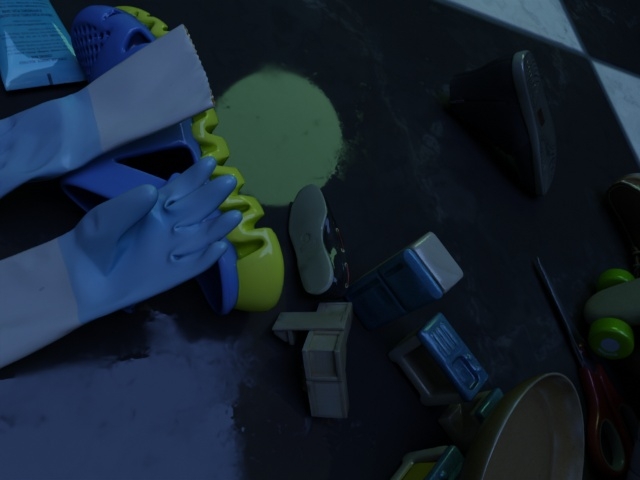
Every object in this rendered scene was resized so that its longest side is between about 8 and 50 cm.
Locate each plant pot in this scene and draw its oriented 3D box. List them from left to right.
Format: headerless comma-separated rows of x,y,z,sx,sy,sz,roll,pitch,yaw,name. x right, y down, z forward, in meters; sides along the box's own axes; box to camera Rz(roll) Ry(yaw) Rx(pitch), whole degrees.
0.180,0.233,0.433,0.236,0.032,0.236,-6,99,-42,plant pot

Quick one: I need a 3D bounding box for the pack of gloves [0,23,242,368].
-0.177,-0.039,0.336,0.232,0.046,0.195,-25,72,7,pack of gloves

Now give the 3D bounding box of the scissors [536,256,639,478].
0.360,0.164,0.640,0.109,0.021,0.296,7,61,-25,scissors

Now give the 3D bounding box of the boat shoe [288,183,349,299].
-0.002,0.001,0.506,0.042,0.049,0.132,29,42,-48,boat shoe

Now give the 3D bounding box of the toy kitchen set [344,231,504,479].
0.082,0.131,0.432,0.166,0.122,0.207,-33,84,-37,toy kitchen set

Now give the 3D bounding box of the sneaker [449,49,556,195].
0.283,-0.170,0.738,0.083,0.118,0.221,-42,119,-38,sneaker

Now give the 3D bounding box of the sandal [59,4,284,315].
-0.153,-0.066,0.409,0.138,0.126,0.317,-21,75,-30,sandal

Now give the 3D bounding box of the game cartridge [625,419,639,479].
0.490,0.236,0.573,0.355,0.068,0.230,-3,108,-30,game cartridge

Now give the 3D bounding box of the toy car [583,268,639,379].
0.464,0.141,0.641,0.188,0.149,0.155,56,43,-8,toy car

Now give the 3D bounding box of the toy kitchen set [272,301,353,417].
-0.006,0.110,0.457,0.083,0.068,0.075,-63,149,-64,toy kitchen set

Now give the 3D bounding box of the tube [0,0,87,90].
-0.300,-0.239,0.461,0.080,0.052,0.207,-25,85,-31,tube

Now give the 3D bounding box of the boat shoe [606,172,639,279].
0.566,0.033,0.759,0.117,0.123,0.324,-24,67,-11,boat shoe
